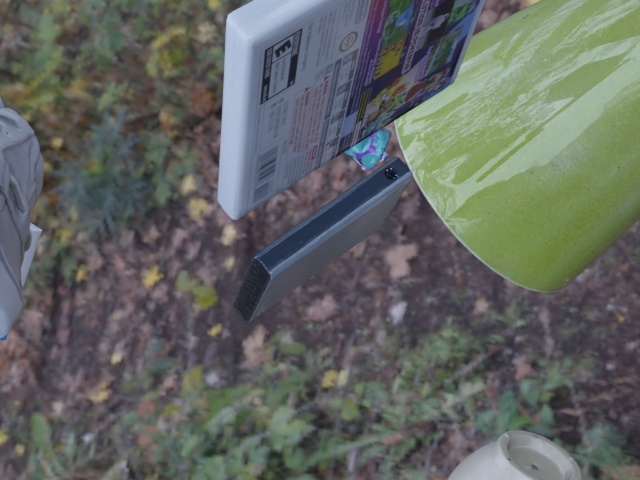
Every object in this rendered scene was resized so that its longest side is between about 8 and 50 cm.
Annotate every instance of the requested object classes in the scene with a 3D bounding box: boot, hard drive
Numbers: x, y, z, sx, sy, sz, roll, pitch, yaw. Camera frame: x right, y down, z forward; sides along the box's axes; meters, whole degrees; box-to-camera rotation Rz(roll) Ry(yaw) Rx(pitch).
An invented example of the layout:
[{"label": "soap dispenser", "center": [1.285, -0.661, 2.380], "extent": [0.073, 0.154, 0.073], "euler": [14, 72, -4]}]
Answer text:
[{"label": "boot", "center": [-0.224, -0.048, 0.694], "extent": [0.258, 0.095, 0.123], "euler": [98, 177, -60]}, {"label": "hard drive", "center": [0.000, 0.000, 0.848], "extent": [0.022, 0.135, 0.094], "euler": [50, 154, 10]}]

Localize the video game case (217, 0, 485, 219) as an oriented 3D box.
[{"label": "video game case", "center": [0.022, -0.106, 0.672], "extent": [0.023, 0.183, 0.201], "euler": [51, 160, 16]}]

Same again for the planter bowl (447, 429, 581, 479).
[{"label": "planter bowl", "center": [0.217, 0.276, 1.277], "extent": [0.162, 0.162, 0.109], "euler": [55, 131, 49]}]

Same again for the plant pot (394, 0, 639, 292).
[{"label": "plant pot", "center": [0.270, -0.141, 1.159], "extent": [0.293, 0.275, 0.274], "euler": [-39, 46, 33]}]

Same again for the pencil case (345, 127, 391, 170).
[{"label": "pencil case", "center": [0.028, -0.159, 1.729], "extent": [0.070, 0.152, 0.064], "euler": [-64, 8, 1]}]

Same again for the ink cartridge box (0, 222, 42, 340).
[{"label": "ink cartridge box", "center": [-0.332, 0.026, 1.151], "extent": [0.088, 0.052, 0.122], "euler": [29, 105, 31]}]
